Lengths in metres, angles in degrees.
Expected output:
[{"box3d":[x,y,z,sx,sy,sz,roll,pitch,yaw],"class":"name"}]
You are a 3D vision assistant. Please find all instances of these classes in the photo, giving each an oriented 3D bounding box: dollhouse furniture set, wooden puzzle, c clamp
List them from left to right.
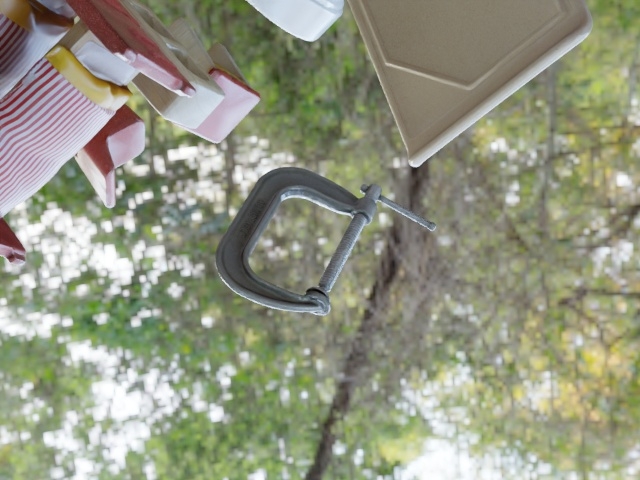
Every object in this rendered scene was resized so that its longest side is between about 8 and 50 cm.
[{"box3d":[-0.181,-0.092,1.044,0.201,0.152,0.374,-44,161,10],"class":"dollhouse furniture set"},{"box3d":[0.000,0.000,0.961,0.137,0.022,0.160,31,-129,6],"class":"c clamp"},{"box3d":[0.130,-0.216,1.151,0.044,0.238,0.221,10,144,-42],"class":"wooden puzzle"}]

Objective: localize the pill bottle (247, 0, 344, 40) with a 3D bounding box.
[{"box3d":[0.040,-0.277,0.898,0.265,0.153,0.153,-44,-172,17],"class":"pill bottle"}]
